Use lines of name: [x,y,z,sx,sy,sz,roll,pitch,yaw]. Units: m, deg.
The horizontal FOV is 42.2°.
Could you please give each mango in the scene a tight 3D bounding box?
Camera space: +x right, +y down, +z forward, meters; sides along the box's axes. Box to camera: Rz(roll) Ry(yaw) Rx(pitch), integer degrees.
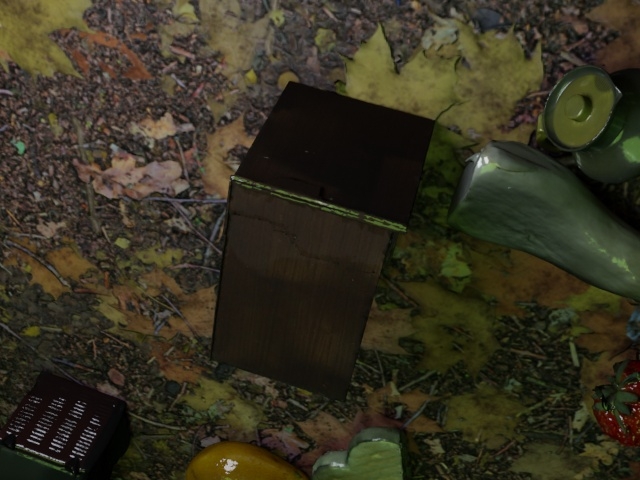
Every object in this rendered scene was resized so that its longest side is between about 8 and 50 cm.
mango: [-0.125,0.420,1.452,0.227,0.109,0.147,4,122,10]

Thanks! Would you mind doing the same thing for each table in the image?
table: [0.000,0.000,1.025,0.196,0.250,0.282,15,127,3]

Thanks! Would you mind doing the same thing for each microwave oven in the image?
microwave oven: [-0.461,0.392,1.481,0.188,0.178,0.247,23,128,1]

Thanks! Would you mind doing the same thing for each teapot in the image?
teapot: [0.308,-0.129,0.928,0.119,0.130,0.166,13,166,-32]

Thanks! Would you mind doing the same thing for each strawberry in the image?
strawberry: [0.456,0.238,1.155,0.148,0.131,0.131,43,125,-7]

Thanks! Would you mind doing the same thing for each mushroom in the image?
mushroom: [0.305,-0.013,1.000,0.329,0.159,0.122,25,94,-8]

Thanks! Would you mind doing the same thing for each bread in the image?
bread: [0.092,0.389,1.399,0.172,0.064,0.232,34,128,-11]
